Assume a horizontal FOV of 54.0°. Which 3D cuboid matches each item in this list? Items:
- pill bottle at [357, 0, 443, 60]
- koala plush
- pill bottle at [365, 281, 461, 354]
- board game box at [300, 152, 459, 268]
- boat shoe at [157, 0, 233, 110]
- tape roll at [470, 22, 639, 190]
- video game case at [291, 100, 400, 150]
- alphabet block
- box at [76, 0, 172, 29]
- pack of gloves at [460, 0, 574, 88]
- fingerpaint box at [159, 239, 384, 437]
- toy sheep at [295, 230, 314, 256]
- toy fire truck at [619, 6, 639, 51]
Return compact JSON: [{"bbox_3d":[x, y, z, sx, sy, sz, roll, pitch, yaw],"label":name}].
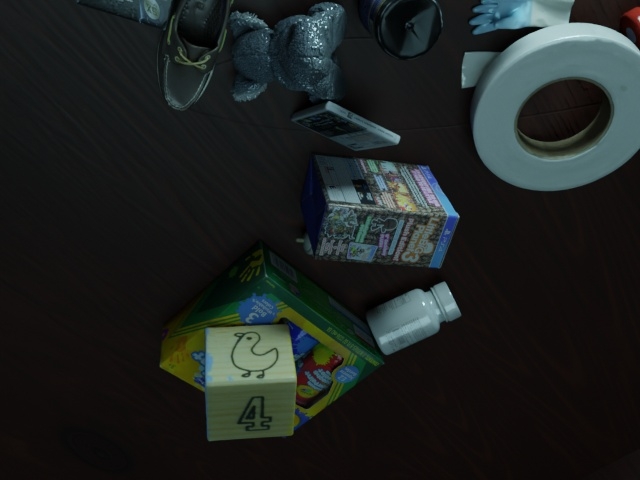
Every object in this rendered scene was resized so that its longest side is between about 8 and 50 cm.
[{"bbox_3d":[0.138,-0.427,1.170,0.123,0.219,0.122,-6,125,-8],"label":"pill bottle"},{"bbox_3d":[-0.076,-0.359,1.211,0.221,0.203,0.196,6,109,15],"label":"koala plush"},{"bbox_3d":[0.249,0.202,1.675,0.229,0.131,0.131,-26,125,7],"label":"pill bottle"},{"bbox_3d":[0.121,-0.069,1.404,0.291,0.232,0.141,5,124,-14],"label":"board game box"},{"bbox_3d":[-0.240,-0.388,1.197,0.117,0.096,0.324,14,120,-20],"label":"boat shoe"},{"bbox_3d":[0.530,-0.281,1.382,0.392,0.072,0.391,2,131,3],"label":"tape roll"},{"bbox_3d":[0.048,-0.236,1.315,0.173,0.190,0.022,21,85,-24],"label":"video game case"},{"bbox_3d":[-0.164,0.324,1.443,0.197,0.192,0.193,-2,125,-9],"label":"alphabet block"},{"bbox_3d":[-0.329,-0.445,1.089,0.148,0.180,0.077,12,121,-19],"label":"box"},{"bbox_3d":[0.424,-0.422,1.338,0.232,0.046,0.195,-7,124,-6],"label":"pack of gloves"},{"bbox_3d":[-0.122,0.274,1.631,0.371,0.163,0.445,-40,122,16],"label":"fingerpaint box"},{"bbox_3d":[0.000,0.000,1.518,0.132,0.091,0.091,6,123,-21],"label":"toy sheep"},{"bbox_3d":[0.774,-0.392,1.299,0.169,0.254,0.302,-27,125,7],"label":"toy fire truck"}]
